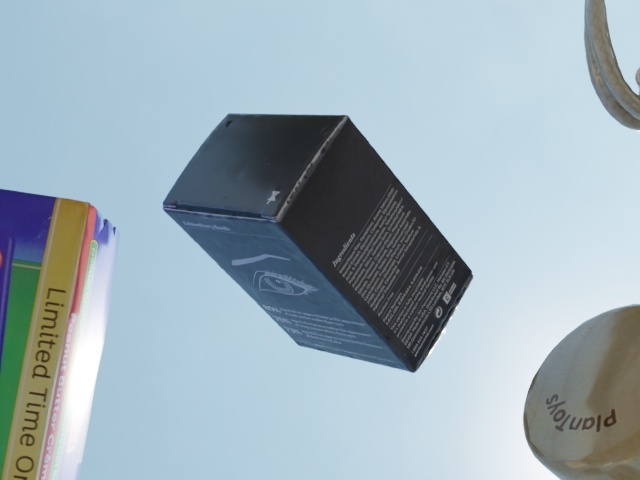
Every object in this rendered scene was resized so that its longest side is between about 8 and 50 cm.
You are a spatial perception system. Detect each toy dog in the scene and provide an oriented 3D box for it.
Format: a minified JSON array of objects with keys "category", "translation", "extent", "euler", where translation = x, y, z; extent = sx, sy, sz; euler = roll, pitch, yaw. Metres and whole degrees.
[{"category":"toy dog","translation":[0.222,0.019,0.537],"extent":[0.220,0.161,0.333],"euler":[25,-111,-38]}]

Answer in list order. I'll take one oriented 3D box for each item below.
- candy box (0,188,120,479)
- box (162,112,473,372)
[{"category":"candy box","translation":[-0.319,0.089,0.828],"extent":[0.317,0.122,0.268],"euler":[8,-98,2]},{"category":"box","translation":[0.000,0.000,1.009],"extent":[0.207,0.153,0.108],"euler":[49,-116,-35]}]
